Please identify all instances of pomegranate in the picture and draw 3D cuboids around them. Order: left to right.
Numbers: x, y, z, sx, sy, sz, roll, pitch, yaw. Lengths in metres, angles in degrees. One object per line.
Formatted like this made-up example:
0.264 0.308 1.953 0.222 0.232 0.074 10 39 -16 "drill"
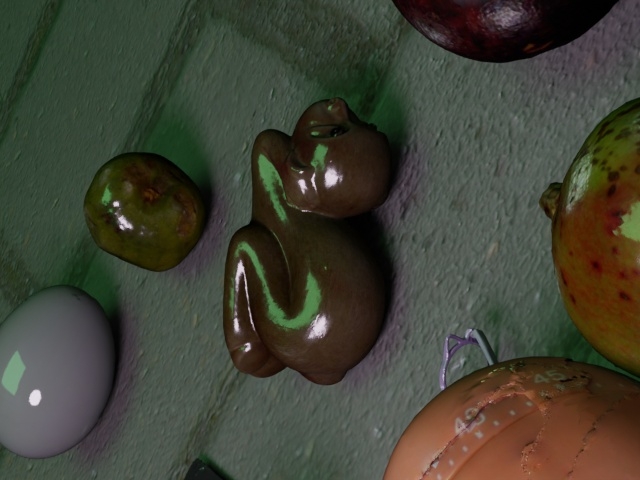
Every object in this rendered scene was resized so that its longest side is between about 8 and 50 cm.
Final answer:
0.257 0.018 0.885 0.246 0.198 0.198 49 120 11 "pomegranate"

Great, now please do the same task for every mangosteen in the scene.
0.133 -0.268 1.093 0.228 0.265 0.228 -23 42 23 "mangosteen"

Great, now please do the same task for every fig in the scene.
-0.198 -0.033 1.544 0.185 0.133 0.126 -168 89 -75 "fig"

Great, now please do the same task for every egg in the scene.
-0.304 0.146 1.574 0.146 0.146 0.198 3 70 53 "egg"

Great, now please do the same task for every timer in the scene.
0.153 0.190 0.889 0.229 0.230 0.215 -62 34 13 "timer"

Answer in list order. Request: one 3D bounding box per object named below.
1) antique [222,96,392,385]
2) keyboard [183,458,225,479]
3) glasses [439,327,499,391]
0.000 0.000 1.271 0.143 0.121 0.256 0 75 45 "antique"
-0.075 0.282 1.322 0.231 0.023 0.072 26 89 53 "keyboard"
0.135 0.144 1.077 0.104 0.062 0.140 12 85 52 "glasses"
